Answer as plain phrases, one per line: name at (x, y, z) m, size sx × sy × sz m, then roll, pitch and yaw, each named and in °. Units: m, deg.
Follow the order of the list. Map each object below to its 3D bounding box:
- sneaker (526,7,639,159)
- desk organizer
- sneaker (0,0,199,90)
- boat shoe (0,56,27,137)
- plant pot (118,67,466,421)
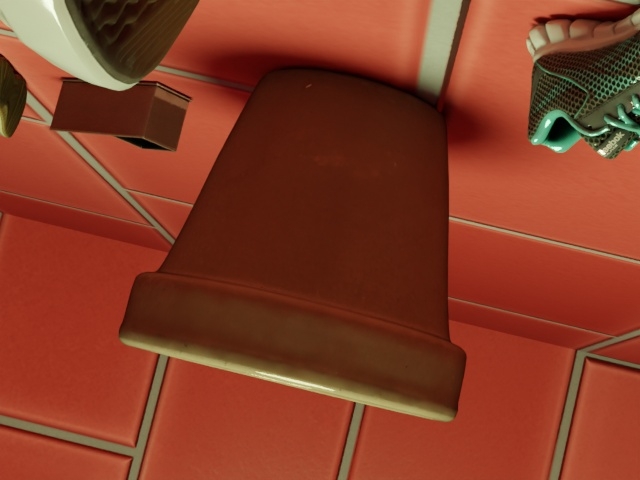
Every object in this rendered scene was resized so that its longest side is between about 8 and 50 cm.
sneaker at (0.168, -0.079, 0.712) m, size 0.065 × 0.076 × 0.166 m, roll 16°, pitch 172°, yaw -27°
desk organizer at (-0.181, -0.113, 1.211) m, size 0.130 × 0.050 × 0.047 m, roll 8°, pitch 171°, yaw 39°
sneaker at (-0.092, -0.150, 0.309) m, size 0.123 × 0.106 × 0.290 m, roll 24°, pitch 155°, yaw 18°
boat shoe at (-0.310, -0.140, 1.262) m, size 0.049 × 0.056 × 0.152 m, roll 19°, pitch 163°, yaw 1°
plant pot at (0.000, 0.000, 1.028) m, size 0.263 × 0.229 × 0.263 m, roll 13°, pitch 172°, yaw 2°
